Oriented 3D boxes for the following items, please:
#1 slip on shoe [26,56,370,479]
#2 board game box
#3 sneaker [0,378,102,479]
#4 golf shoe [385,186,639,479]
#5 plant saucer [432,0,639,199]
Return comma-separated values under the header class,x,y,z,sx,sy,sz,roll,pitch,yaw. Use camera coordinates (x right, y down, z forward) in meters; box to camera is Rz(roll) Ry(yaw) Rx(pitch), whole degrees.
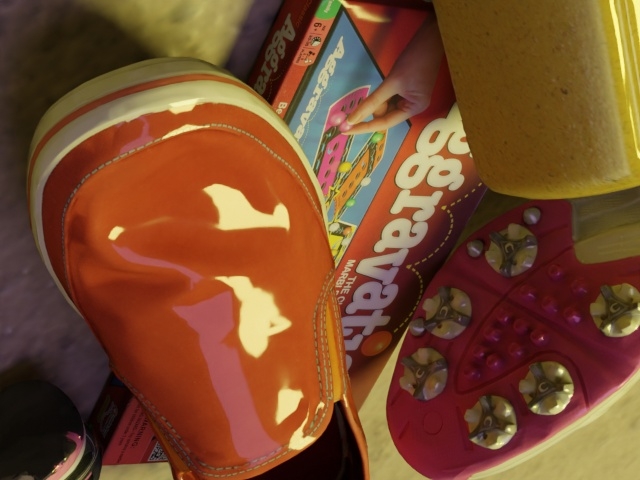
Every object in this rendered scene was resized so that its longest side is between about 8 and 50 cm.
class,x,y,z,sx,sy,sz,roll,pitch,yaw
slip on shoe,-0.037,0.050,0.820,0.123,0.101,0.331,-23,138,-7
board game box,0.000,0.000,0.892,0.145,0.027,0.281,1,130,-35
sneaker,-0.177,0.141,0.891,0.178,0.072,0.077,-29,152,4
golf shoe,0.162,0.009,0.930,0.306,0.115,0.140,-47,149,6
plant saucer,0.198,-0.163,0.706,0.333,0.081,0.332,-20,134,0
